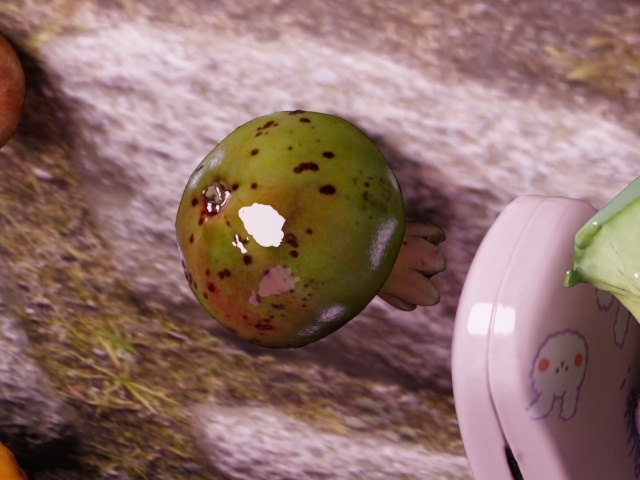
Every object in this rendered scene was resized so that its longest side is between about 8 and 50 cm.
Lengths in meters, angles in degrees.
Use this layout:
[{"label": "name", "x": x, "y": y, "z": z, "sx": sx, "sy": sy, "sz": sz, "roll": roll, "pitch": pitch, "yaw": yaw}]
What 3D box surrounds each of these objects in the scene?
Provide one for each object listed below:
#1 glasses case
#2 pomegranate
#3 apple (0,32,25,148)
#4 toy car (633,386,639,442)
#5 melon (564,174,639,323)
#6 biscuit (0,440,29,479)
[{"label": "glasses case", "x": 0.125, "y": 0.098, "z": 0.964, "sx": 0.075, "sy": 0.113, "sz": 0.297, "roll": 9, "pitch": 144, "yaw": 27}, {"label": "pomegranate", "x": 0.000, "y": 0.000, "z": 0.925, "sx": 0.142, "sy": 0.114, "sz": 0.114, "roll": 20, "pitch": 154, "yaw": -36}, {"label": "apple", "x": -0.190, "y": -0.078, "z": 0.959, "sx": 0.084, "sy": 0.084, "sz": 0.071, "roll": 46, "pitch": 168, "yaw": -28}, {"label": "toy car", "x": 0.217, "y": 0.095, "z": 0.921, "sx": 0.142, "sy": 0.069, "sz": 0.055, "roll": 28, "pitch": -179, "yaw": -13}, {"label": "melon", "x": 0.261, "y": 0.050, "z": 0.808, "sx": 0.323, "sy": 0.124, "sz": 0.196, "roll": 35, "pitch": 144, "yaw": -3}, {"label": "biscuit", "x": -0.305, "y": 0.159, "z": 1.252, "sx": 0.312, "sy": 0.110, "sz": 0.318, "roll": 43, "pitch": 148, "yaw": 16}]
